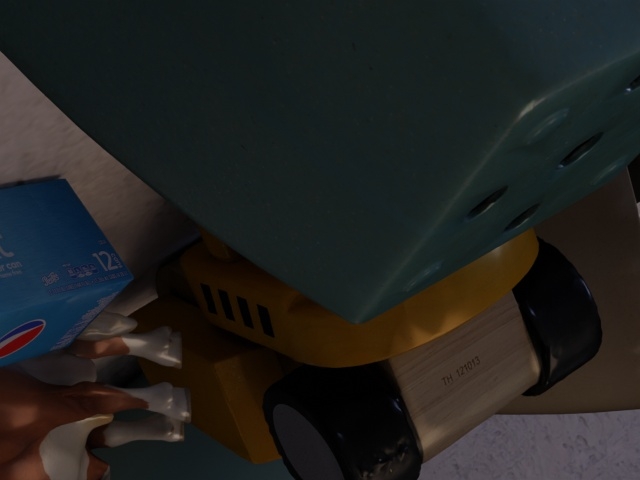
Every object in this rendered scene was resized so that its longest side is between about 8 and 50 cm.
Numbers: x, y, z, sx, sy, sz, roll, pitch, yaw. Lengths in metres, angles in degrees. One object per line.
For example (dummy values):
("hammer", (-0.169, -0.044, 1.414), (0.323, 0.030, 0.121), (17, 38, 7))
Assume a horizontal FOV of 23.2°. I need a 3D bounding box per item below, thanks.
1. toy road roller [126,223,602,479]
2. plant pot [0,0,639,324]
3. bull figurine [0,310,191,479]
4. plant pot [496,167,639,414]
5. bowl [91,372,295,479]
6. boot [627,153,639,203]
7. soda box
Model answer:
("toy road roller", (0.000, 0.000, 0.981), (0.202, 0.240, 0.329), (-31, -157, -23))
("plant pot", (-0.005, -0.110, 0.401), (0.165, 0.234, 0.166), (-27, 165, -32))
("bull figurine", (-0.178, 0.131, 0.986), (0.188, 0.101, 0.310), (-4, 154, -7))
("plant pot", (0.125, 0.037, 1.236), (0.274, 0.256, 0.256), (-15, 170, 11))
("bowl", (-0.046, 0.188, 1.274), (0.163, 0.311, 0.311), (-56, 164, 6))
("boot", (0.301, -0.081, 1.626), (0.305, 0.112, 0.115), (-33, -163, -30))
("soda box", (-0.192, 0.027, 0.754), (0.067, 0.071, 0.210), (-43, 165, 30))
